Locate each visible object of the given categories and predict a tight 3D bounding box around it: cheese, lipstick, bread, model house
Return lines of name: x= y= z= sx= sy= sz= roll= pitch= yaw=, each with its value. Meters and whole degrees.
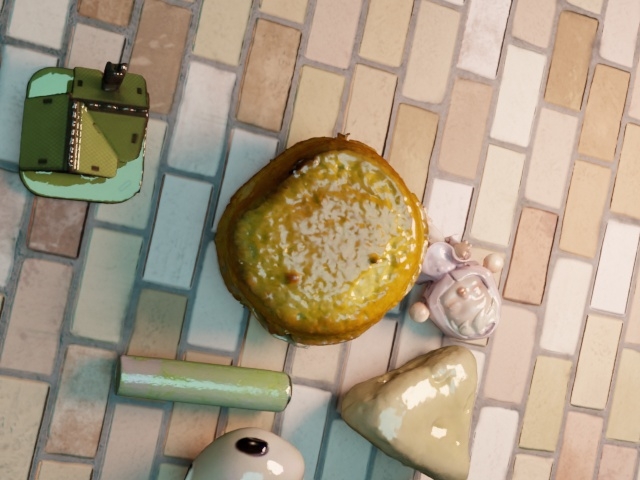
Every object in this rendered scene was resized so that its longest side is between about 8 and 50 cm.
cheese: x=0.161 y=0.293 z=1.748 sx=0.248 sy=0.173 sz=0.251 roll=19 pitch=87 yaw=-28
lipstick: x=-0.198 y=0.247 z=1.671 sx=0.304 sy=0.076 sz=0.076 roll=8 pitch=89 yaw=-20
bread: x=-0.002 y=0.003 z=1.639 sx=0.358 sy=0.204 sz=0.337 roll=-44 pitch=87 yaw=2
model house: x=-0.352 y=-0.171 z=1.494 sx=0.205 sy=0.279 sz=0.218 roll=4 pitch=89 yaw=-18

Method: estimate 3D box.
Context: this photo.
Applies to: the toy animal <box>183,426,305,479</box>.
toy animal: x=-0.108 y=0.448 z=1.649 sx=0.212 sy=0.212 sz=0.266 roll=-23 pitch=88 yaw=-18

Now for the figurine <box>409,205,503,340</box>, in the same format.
figurine: x=0.236 y=0.070 z=1.793 sx=0.200 sy=0.133 sz=0.276 roll=-32 pitch=98 yaw=-3
